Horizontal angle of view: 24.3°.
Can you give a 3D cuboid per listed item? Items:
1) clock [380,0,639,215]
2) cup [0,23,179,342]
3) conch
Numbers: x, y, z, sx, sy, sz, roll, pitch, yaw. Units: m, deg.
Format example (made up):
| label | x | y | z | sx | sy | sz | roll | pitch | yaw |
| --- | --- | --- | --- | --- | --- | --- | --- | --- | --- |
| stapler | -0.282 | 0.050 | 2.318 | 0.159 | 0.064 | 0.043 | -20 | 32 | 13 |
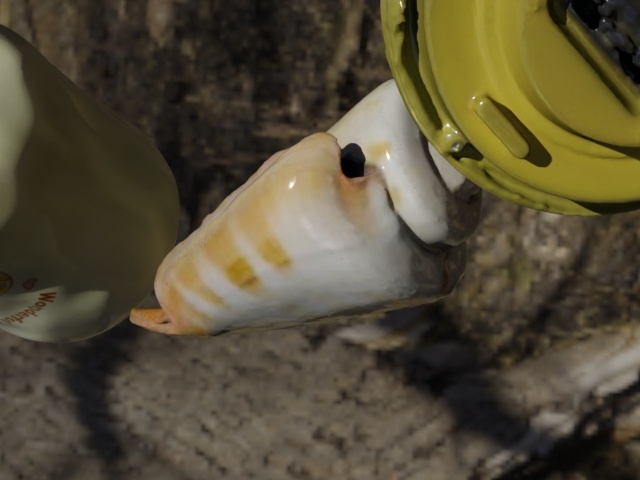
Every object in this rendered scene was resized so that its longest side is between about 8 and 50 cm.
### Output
| label | x | y | z | sx | sy | sz | roll | pitch | yaw |
| --- | --- | --- | --- | --- | --- | --- | --- | --- | --- |
| clock | 0.144 | -0.109 | 0.654 | 0.057 | 0.237 | 0.237 | -116 | 32 | -62 |
| cup | -0.238 | -0.060 | 0.999 | 0.173 | 0.202 | 0.255 | -51 | 52 | 2 |
| conch | 0.008 | 0.008 | 0.921 | 0.255 | 0.127 | 0.158 | -40 | -4 | 29 |
